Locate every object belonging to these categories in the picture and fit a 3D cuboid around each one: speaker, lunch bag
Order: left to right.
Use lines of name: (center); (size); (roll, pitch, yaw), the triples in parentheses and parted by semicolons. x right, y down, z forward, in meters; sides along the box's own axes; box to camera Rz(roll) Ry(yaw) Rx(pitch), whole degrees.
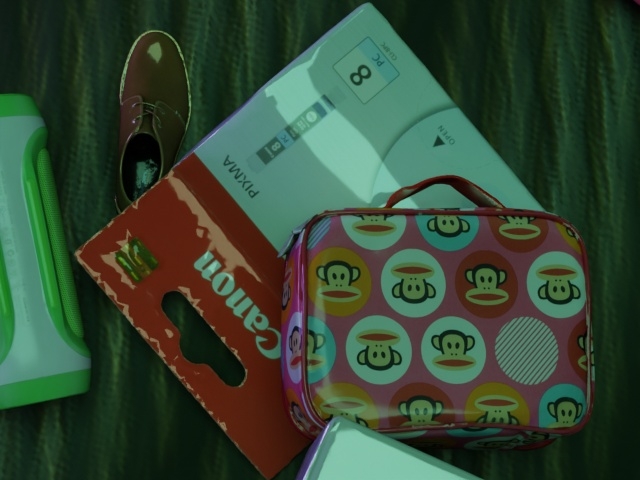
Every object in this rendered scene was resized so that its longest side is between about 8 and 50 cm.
speaker: (-0.305, 0.013, 1.739); (0.131, 0.131, 0.297); (-11, 87, -7)
lunch bag: (0.109, 0.065, 1.682); (0.293, 0.120, 0.258); (3, 76, -11)

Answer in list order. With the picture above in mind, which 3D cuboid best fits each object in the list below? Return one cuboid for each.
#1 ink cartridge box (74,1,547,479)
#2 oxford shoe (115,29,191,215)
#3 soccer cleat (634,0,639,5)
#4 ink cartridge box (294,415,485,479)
ink cartridge box: (0.000, 0.000, 1.771); (0.385, 0.091, 0.308); (-41, 95, -14)
oxford shoe: (-0.172, -0.122, 1.827); (0.076, 0.076, 0.212); (3, 75, -2)
soccer cleat: (0.421, -0.379, 1.929); (0.116, 0.108, 0.318); (35, 74, -16)
ink cartridge box: (0.095, 0.297, 1.586); (0.279, 0.385, 0.160); (23, 79, 2)
